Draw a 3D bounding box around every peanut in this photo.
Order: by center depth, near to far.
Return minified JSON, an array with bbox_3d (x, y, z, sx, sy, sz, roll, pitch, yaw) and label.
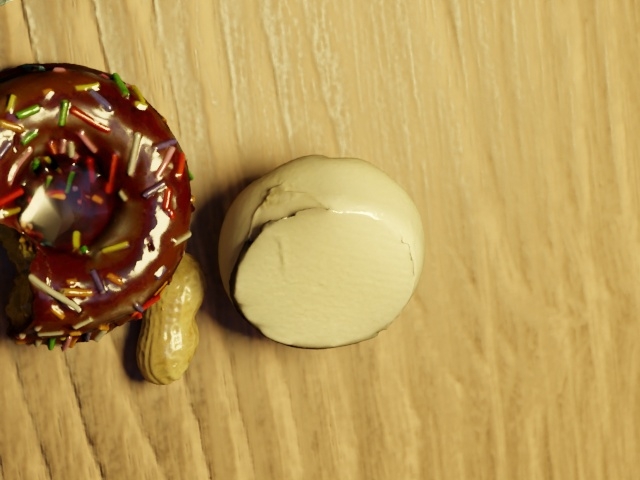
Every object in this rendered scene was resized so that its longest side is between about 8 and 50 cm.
[{"bbox_3d":[-0.123,0.066,1.537,0.054,0.054,0.113,12,91,-20],"label":"peanut"}]

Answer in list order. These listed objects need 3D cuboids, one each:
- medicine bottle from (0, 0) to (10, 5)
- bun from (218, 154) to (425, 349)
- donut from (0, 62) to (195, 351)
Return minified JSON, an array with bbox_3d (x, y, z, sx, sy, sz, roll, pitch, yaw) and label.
[{"bbox_3d":[-0.321,-0.302,1.366,0.141,0.141,0.293,-26,105,-14],"label":"medicine bottle"},{"bbox_3d":[0.000,0.000,1.528,0.172,0.120,0.173,-4,129,-5],"label":"bun"},{"bbox_3d":[-0.198,-0.032,1.458,0.216,0.096,0.230,-24,94,-17],"label":"donut"}]
